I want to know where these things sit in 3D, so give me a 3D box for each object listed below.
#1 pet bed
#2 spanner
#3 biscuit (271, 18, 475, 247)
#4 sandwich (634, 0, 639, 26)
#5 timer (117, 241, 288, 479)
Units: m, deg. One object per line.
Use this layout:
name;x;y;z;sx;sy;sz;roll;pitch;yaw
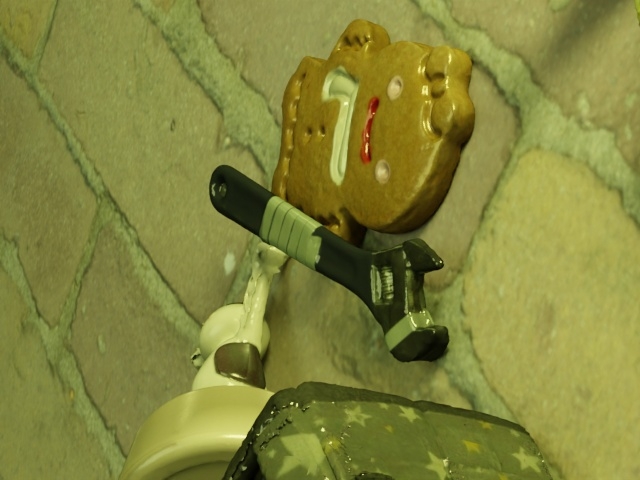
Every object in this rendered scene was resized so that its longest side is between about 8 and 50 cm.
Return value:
pet bed;0.044;0.208;1.208;0.183;0.211;0.159;-59;34;26
spanner;0.000;0.000;1.479;0.316;0.024;0.087;33;122;50
biscuit;0.033;-0.078;1.487;0.249;0.035;0.184;7;87;59
sandwich;0.281;-0.092;1.061;0.245;0.063;0.212;-31;59;53
timer;-0.066;0.133;1.513;0.175;0.175;0.266;-59;18;31
